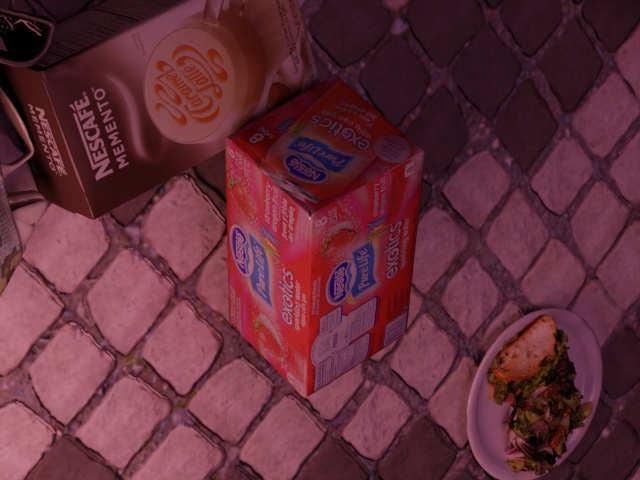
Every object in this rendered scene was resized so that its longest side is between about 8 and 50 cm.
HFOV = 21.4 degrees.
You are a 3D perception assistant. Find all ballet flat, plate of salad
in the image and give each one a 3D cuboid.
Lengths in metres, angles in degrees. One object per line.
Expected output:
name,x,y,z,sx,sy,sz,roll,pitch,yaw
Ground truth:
ballet flat,-0.266,-0.052,1.371,0.079,0.077,0.222,-18,110,-29
plate of salad,0.241,0.172,1.837,0.199,0.048,0.200,-12,110,-35

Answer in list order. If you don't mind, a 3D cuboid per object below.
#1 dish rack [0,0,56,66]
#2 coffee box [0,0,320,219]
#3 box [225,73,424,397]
dish rack,-0.279,-0.287,1.283,0.208,0.074,0.272,14,95,-36
coffee box,-0.133,-0.137,1.428,0.246,0.098,0.141,-31,120,-26
box,0.000,0.000,1.497,0.128,0.122,0.257,-32,147,-26
